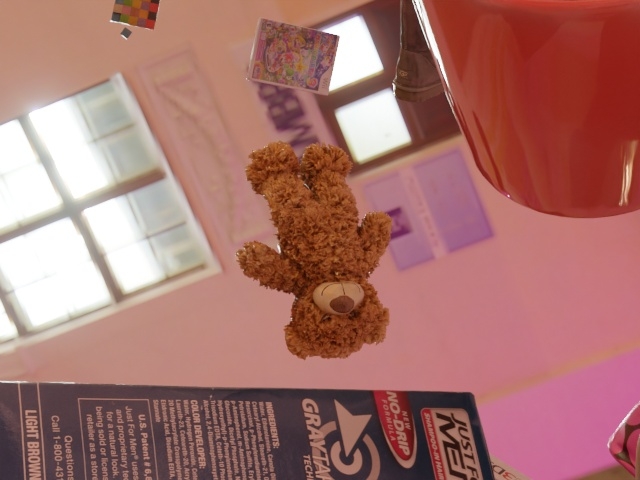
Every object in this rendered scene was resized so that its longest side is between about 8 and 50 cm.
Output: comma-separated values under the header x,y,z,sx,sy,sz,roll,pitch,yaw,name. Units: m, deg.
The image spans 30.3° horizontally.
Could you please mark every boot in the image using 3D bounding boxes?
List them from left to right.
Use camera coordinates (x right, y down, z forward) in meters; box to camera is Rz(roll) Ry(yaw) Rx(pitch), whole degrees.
x,y,z,sx,sy,sz,roll,pitch,yaw,name
0.153,-0.287,1.421,0.190,0.076,0.208,-36,-45,-41,boot

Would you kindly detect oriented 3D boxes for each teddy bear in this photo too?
x,y,z,sx,sy,sz,roll,pitch,yaw,name
0.000,0.000,1.719,0.245,0.113,0.337,18,-122,-25,teddy bear

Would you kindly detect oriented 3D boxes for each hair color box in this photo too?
x,y,z,sx,sy,sz,roll,pitch,yaw,name
-0.072,0.174,0.771,0.347,0.174,0.105,5,-121,-30,hair color box

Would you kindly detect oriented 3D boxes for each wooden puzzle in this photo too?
x,y,z,sx,sy,sz,roll,pitch,yaw,name
-0.207,-0.267,1.335,0.006,0.049,0.083,148,133,-83,wooden puzzle

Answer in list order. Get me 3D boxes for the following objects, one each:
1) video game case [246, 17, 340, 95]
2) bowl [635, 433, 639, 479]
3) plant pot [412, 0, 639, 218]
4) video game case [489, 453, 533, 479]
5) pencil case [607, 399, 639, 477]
x,y,z,sx,sy,sz,roll,pitch,yaw,name
-0.037,-0.256,1.650,0.011,0.122,0.087,-151,71,-65,video game case
0.318,0.191,0.791,0.311,0.163,0.311,173,90,-86,bowl
0.201,-0.165,0.887,0.243,0.275,0.275,76,-179,-48,plant pot
0.175,0.373,1.460,0.244,0.270,0.061,28,129,34,video game case
0.413,0.186,1.316,0.095,0.209,0.098,-12,-129,-46,pencil case
